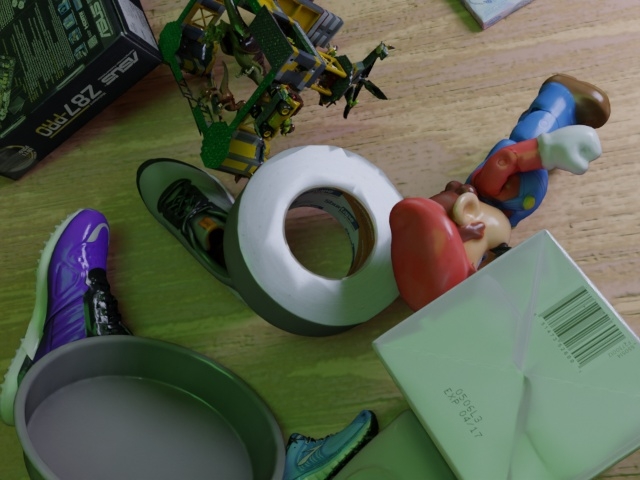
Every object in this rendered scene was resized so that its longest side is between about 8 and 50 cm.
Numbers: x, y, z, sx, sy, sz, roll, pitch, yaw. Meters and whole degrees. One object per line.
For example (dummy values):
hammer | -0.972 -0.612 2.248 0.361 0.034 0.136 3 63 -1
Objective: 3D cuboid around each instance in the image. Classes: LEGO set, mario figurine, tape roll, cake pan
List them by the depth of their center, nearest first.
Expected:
cake pan | -0.182 0.212 0.755 0.293 0.293 0.054 34 114 22
mario figurine | 0.212 -0.028 0.770 0.170 0.198 0.320 24 62 42
tape roll | 0.000 0.000 0.820 0.219 0.072 0.219 6 71 -18
LEGO set | -0.061 -0.229 0.947 0.255 0.192 0.331 -54 49 23

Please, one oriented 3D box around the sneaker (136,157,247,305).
sneaker | -0.150 -0.029 0.907 0.271 0.108 0.100 41 86 24

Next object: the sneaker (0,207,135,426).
sneaker | -0.297 0.107 0.906 0.146 0.102 0.293 9 78 12

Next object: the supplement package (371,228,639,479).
supplement package | 0.188 0.147 0.658 0.175 0.293 0.177 -34 67 1

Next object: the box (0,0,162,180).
box | -0.434 -0.339 1.056 0.318 0.097 0.395 -33 65 15

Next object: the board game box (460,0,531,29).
board game box | 0.242 -0.351 0.973 0.090 0.020 0.090 -30 66 2

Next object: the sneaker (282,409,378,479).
sneaker | -0.006 0.243 0.798 0.162 0.063 0.073 -37 62 -2

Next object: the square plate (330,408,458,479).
square plate | 0.031 0.381 0.632 0.344 0.049 0.347 -45 38 8

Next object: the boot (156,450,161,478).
boot | -0.247 0.396 0.713 0.260 0.131 0.348 -26 29 1
